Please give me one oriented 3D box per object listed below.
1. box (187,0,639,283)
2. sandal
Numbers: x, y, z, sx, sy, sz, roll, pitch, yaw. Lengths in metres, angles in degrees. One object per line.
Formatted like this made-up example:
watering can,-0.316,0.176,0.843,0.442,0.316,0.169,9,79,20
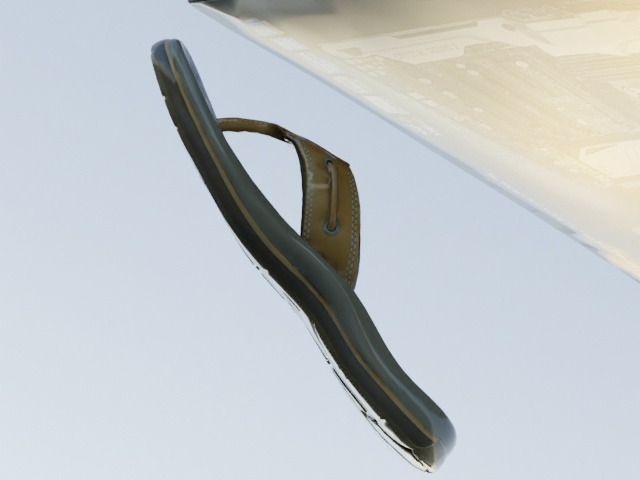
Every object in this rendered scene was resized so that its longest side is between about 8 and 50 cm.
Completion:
box,0.144,-0.059,0.716,0.307,0.076,0.242,29,-16,-36
sandal,0.000,0.000,0.685,0.180,0.049,0.072,54,-4,8
